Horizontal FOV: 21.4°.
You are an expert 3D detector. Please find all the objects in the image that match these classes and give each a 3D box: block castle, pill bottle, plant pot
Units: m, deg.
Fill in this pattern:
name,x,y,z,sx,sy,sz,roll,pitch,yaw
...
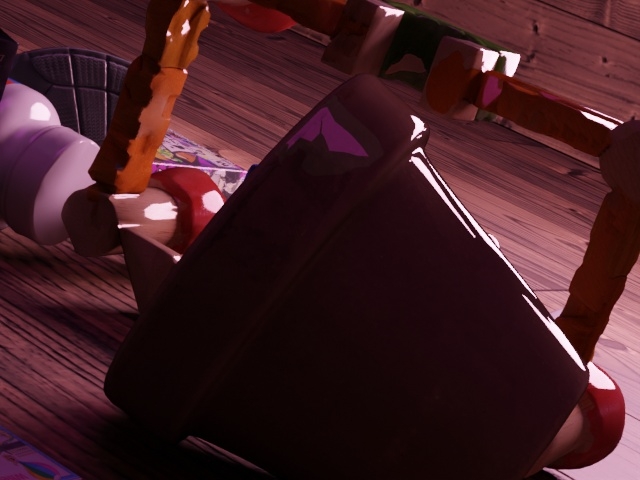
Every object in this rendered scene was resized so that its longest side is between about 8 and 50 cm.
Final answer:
name,x,y,z,sx,sy,sz,roll,pitch,yaw
block castle,0.057,-0.033,1.288,0.453,0.303,0.213,26,13,21
pill bottle,-0.287,-0.081,1.357,0.221,0.124,0.124,25,13,22
plant pot,0.035,0.064,1.037,0.229,0.263,0.263,39,15,6

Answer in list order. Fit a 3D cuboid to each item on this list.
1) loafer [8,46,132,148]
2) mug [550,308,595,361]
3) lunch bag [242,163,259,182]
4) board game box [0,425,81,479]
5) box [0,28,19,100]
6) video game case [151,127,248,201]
name,x,y,z,sx,sy,sz,roll,pitch,yaw
loafer,-0.283,-0.134,1.592,0.267,0.096,0.084,-2,6,-22
mug,0.214,0.098,1.547,0.078,0.062,0.064,22,18,40
lunch bag,0.000,0.000,1.565,0.151,0.096,0.129,41,17,22
board game box,-0.209,0.117,0.854,0.103,0.026,0.154,27,14,28
box,-0.363,-0.093,1.149,0.261,0.184,0.103,11,17,-35
video game case,-0.223,-0.103,1.753,0.232,0.042,0.210,30,17,36
